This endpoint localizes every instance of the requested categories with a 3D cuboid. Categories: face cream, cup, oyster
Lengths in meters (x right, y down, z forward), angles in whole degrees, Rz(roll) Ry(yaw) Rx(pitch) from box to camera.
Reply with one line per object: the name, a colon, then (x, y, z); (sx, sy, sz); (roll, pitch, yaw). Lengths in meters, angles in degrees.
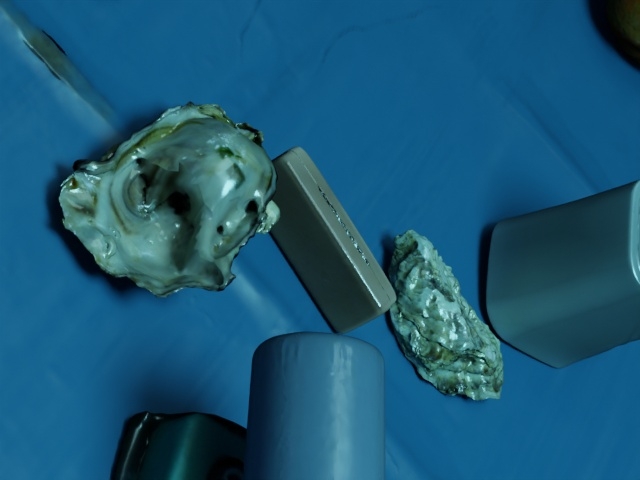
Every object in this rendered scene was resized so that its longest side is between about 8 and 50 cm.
face cream: (-0.008, 0.232, 0.801); (0.136, 0.086, 0.385); (18, 62, -31)
cup: (0.197, 0.030, 1.162); (0.128, 0.129, 0.095); (29, 57, -34)
oyster: (0.089, 0.051, 1.108); (0.100, 0.037, 0.098); (23, 54, -34)
oyster: (-0.072, -0.025, 0.985); (0.108, 0.053, 0.166); (35, 50, 12)

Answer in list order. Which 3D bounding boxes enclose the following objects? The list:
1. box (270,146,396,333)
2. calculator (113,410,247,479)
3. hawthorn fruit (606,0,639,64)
box: (0.000, 0.000, 1.044); (0.025, 0.048, 0.115); (-35, 92, -44)
calculator: (-0.007, 0.233, 0.900); (0.274, 0.058, 0.248); (36, 47, -23)
hawthorn fruit: (0.291, -0.191, 1.386); (0.128, 0.128, 0.128); (22, 54, -34)
